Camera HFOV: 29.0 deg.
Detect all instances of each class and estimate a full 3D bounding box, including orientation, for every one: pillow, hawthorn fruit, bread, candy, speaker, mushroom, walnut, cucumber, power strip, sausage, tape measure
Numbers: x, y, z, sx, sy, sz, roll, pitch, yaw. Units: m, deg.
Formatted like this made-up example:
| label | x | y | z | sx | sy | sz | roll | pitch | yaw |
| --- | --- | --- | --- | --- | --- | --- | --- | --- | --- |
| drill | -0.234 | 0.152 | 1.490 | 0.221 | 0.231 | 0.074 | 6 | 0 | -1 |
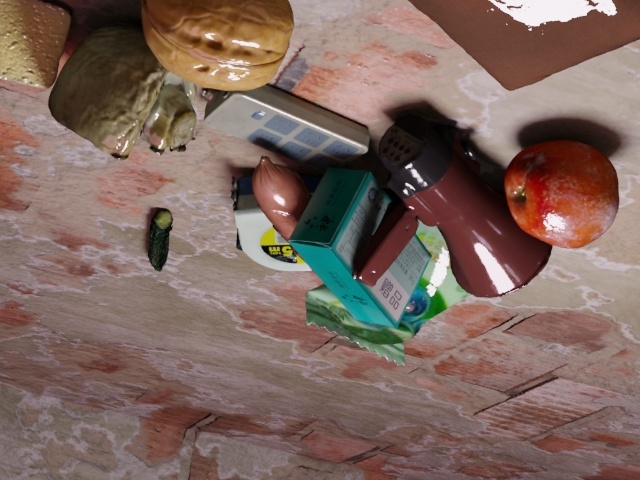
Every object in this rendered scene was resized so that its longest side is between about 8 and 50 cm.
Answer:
| label | x | y | z | sx | sy | sz | roll | pitch | yaw |
| --- | --- | --- | --- | --- | --- | --- | --- | --- | --- |
| pillow | 0.258 | -0.305 | 1.471 | 0.308 | 0.108 | 0.305 | -17 | 142 | 41 |
| hawthorn fruit | 0.364 | -0.076 | 1.880 | 0.173 | 0.173 | 0.173 | 7 | 156 | 3 |
| bread | -0.490 | -0.316 | 1.778 | 0.240 | 0.135 | 0.178 | 17 | -172 | -21 |
| candy | 0.178 | 0.067 | 2.268 | 0.263 | 0.172 | 0.398 | 18 | 142 | -30 |
| speaker | 0.179 | -0.038 | 1.970 | 0.259 | 0.198 | 0.329 | -39 | 131 | 21 |
| mushroom | -0.271 | -0.226 | 1.750 | 0.189 | 0.164 | 0.267 | 26 | -163 | 17 |
| walnut | -0.133 | -0.277 | 1.593 | 0.197 | 0.165 | 0.165 | 15 | 155 | -24 |
| cucumber | -0.315 | 0.006 | 2.420 | 0.044 | 0.043 | 0.257 | 15 | 156 | -3 |
| power strip | -0.053 | -0.178 | 1.924 | 0.270 | 0.046 | 0.118 | 21 | 153 | -26 |
| sausage | -0.001 | 0.002 | 2.057 | 0.088 | 0.088 | 0.433 | -7 | 143 | 30 |
| tape measure | 0.024 | -0.037 | 2.153 | 0.351 | 0.098 | 0.215 | 1 | 147 | 3 |

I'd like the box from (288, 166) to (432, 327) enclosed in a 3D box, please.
| label | x | y | z | sx | sy | sz | roll | pitch | yaw |
| --- | --- | --- | --- | --- | --- | --- | --- | --- | --- |
| box | 0.069 | 0.012 | 2.004 | 0.092 | 0.153 | 0.245 | 9 | 151 | 40 |
